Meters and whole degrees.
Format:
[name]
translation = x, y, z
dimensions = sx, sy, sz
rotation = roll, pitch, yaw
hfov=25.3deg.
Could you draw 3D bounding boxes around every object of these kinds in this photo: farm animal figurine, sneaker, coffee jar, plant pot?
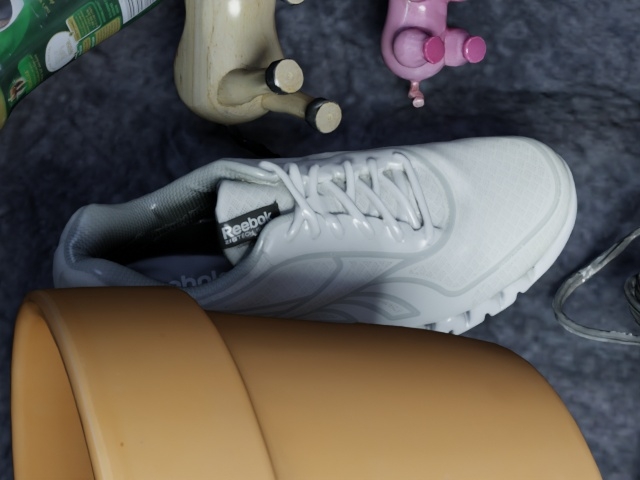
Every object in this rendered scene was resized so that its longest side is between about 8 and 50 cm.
[farm animal figurine]
translation = -0.005, -0.251, 0.827
dimensions = 0.330, 0.327, 0.172
rotation = -44, 33, -22
[sneaker]
translation = 0.000, 0.000, 0.754
dimensions = 0.292, 0.118, 0.110
rotation = -16, 61, -7
[coffee jar]
translation = -0.185, -0.134, 0.853
dimensions = 0.096, 0.079, 0.184
rotation = 43, 71, 14
[plant pot]
translation = -0.007, 0.153, 0.600
dimensions = 0.203, 0.291, 0.291
rotation = -7, 61, -20

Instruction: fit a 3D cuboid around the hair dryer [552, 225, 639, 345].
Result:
[hair dryer]
translation = 0.227, 0.057, 0.655
dimensions = 0.293, 0.080, 0.223
rotation = -16, 58, 35
